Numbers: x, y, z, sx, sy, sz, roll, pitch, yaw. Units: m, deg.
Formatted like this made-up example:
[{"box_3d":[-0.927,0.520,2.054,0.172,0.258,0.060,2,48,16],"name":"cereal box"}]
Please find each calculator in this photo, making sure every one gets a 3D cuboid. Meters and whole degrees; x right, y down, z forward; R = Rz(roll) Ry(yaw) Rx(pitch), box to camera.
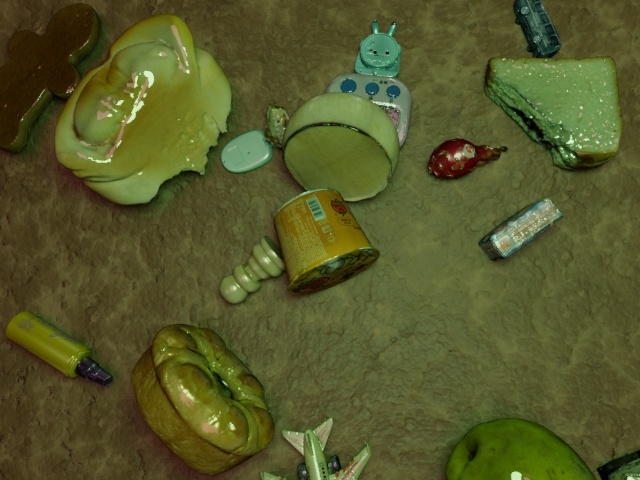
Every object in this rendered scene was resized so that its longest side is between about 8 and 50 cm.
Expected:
[{"box_3d":[-0.171,-0.221,1.263,0.152,0.021,0.095,-25,81,3],"name":"calculator"}]

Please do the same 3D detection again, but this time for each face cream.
[{"box_3d":[-0.609,0.264,1.215,0.273,0.078,0.078,28,86,10],"name":"face cream"}]

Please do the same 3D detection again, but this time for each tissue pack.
[{"box_3d":[0.431,-0.024,1.120,0.155,0.115,0.065,-34,83,0],"name":"tissue pack"}]

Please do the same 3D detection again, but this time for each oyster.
[{"box_3d":[-0.100,-0.282,1.258,0.086,0.029,0.132,19,62,-17],"name":"oyster"}]

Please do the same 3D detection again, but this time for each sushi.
[{"box_3d":[0.691,0.560,1.012,0.134,0.109,0.273,-28,81,3],"name":"sushi"}]

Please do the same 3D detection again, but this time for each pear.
[{"box_3d":[0.399,0.489,0.991,0.307,0.253,0.253,41,88,2],"name":"pear"}]

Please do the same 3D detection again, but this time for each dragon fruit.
[{"box_3d":[0.338,-0.197,1.171,0.190,0.094,0.094,-16,81,-1],"name":"dragon fruit"}]

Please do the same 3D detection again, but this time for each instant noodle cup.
[{"box_3d":[0.000,0.000,1.128,0.215,0.216,0.172,-24,71,3],"name":"instant noodle cup"}]

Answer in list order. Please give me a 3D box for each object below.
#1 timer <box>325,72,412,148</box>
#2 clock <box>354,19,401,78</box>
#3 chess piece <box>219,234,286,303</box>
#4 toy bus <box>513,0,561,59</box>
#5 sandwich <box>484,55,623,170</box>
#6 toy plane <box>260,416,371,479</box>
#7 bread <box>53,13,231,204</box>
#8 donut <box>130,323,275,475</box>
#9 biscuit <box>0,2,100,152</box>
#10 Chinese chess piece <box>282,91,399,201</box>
[{"box_3d":[0.107,-0.295,1.218,0.208,0.069,0.191,10,83,7],"name":"timer"},{"box_3d":[0.143,-0.458,1.249,0.108,0.045,0.147,9,83,6],"name":"clock"},{"box_3d":[-0.160,0.077,1.194,0.170,0.094,0.094,-40,80,8],"name":"chess piece"},{"box_3d":[0.509,-0.505,1.214,0.065,0.047,0.166,-18,80,0],"name":"toy bus"},{"box_3d":[0.517,-0.288,1.155,0.288,0.099,0.255,4,82,6],"name":"sandwich"},{"box_3d":[0.001,0.523,1.098,0.241,0.104,0.256,-15,81,2],"name":"toy plane"},{"box_3d":[-0.403,-0.287,1.185,0.328,0.245,0.424,37,83,9],"name":"bread"},{"box_3d":[-0.237,0.323,1.070,0.150,0.299,0.317,-46,47,10],"name":"donut"},{"box_3d":[-0.719,-0.427,1.332,0.283,0.064,0.432,38,86,19],"name":"biscuit"},{"box_3d":[0.043,-0.198,1.119,0.257,0.257,0.104,10,57,8],"name":"Chinese chess piece"}]
